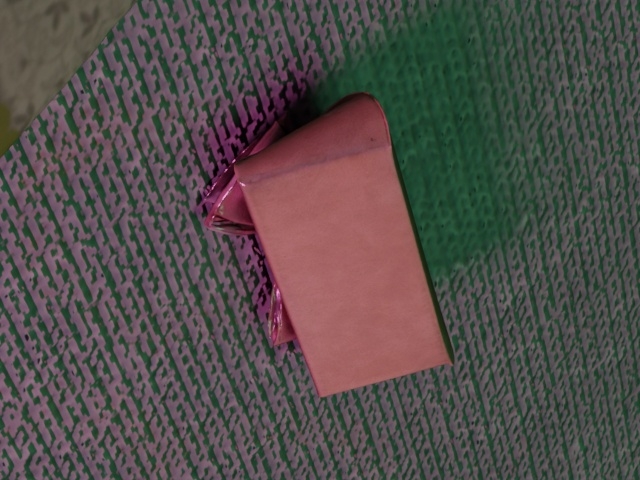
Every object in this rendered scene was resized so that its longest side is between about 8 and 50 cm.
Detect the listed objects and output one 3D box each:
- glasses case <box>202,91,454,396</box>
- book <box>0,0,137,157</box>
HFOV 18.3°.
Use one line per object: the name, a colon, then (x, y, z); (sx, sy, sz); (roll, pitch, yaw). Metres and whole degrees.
glasses case: (0.000, 0.000, 1.027); (0.102, 0.070, 0.193); (-15, 139, 4)
book: (-0.156, -0.116, 0.715); (0.352, 0.035, 0.239); (-55, 145, -26)
